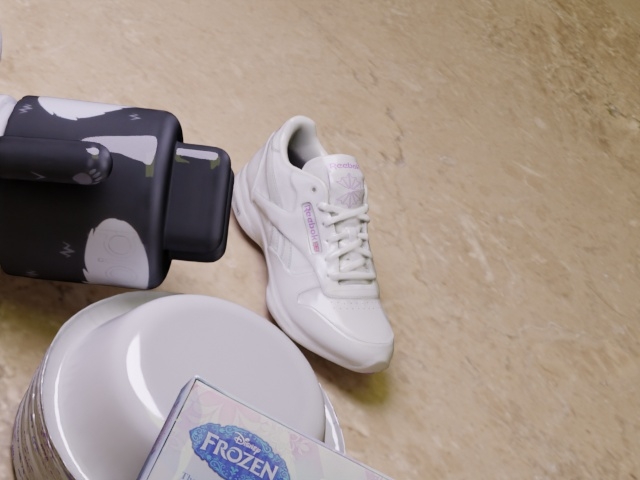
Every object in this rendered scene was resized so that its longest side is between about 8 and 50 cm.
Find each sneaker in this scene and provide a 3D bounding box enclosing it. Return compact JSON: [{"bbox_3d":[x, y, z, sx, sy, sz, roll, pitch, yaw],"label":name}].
[{"bbox_3d":[0.000,0.000,1.384,0.114,0.152,0.305,-1,51,-40],"label":"sneaker"}]

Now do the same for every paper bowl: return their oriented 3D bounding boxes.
[{"bbox_3d":[-0.110,0.161,1.133,0.284,0.148,0.284,19,41,-18],"label":"paper bowl"}]

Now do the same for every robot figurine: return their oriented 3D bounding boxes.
[{"bbox_3d":[-0.223,-0.048,1.214,0.278,0.209,0.173,6,41,1],"label":"robot figurine"}]

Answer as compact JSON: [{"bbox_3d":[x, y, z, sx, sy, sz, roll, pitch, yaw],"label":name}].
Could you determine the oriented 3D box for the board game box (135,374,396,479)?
[{"bbox_3d":[-0.028,0.313,0.967,0.319,0.066,0.318,29,70,-7],"label":"board game box"}]

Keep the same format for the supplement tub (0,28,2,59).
[{"bbox_3d":[-0.437,-0.156,1.199,0.191,0.191,0.272,33,37,-1],"label":"supplement tub"}]
